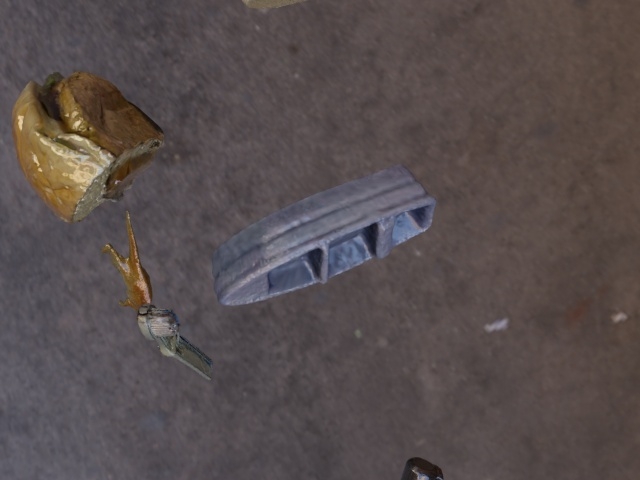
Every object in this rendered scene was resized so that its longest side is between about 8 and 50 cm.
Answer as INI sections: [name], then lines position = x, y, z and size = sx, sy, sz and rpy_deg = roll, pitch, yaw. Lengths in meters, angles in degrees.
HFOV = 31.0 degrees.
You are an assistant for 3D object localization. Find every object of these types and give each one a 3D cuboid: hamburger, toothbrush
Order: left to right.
[hamburger]
position = -0.262, -0.091, 1.182
size = 0.155, 0.207, 0.135
rpy_deg = 38, 104, -9
[toothbrush]
position = -0.122, 0.093, 1.012
size = 0.028, 0.026, 0.294
rpy_deg = 3, 166, 2

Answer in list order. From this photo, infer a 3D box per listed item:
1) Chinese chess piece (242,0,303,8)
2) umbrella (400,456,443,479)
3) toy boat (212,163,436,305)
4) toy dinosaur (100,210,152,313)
[Chinese chess piece]
position = -0.001, -0.383, 1.501
size = 0.251, 0.251, 0.097
rpy_deg = -17, 93, -15
[umbrella]
position = 0.063, 0.330, 1.157
size = 0.053, 0.052, 0.250
rpy_deg = 1, 113, -39
[toy boat]
position = 0.000, 0.000, 1.380
size = 0.283, 0.078, 0.127
rpy_deg = -22, 161, -11
[toy dinosaur]
position = -0.237, 0.049, 1.521
size = 0.039, 0.126, 0.162
rpy_deg = -33, 168, -34
